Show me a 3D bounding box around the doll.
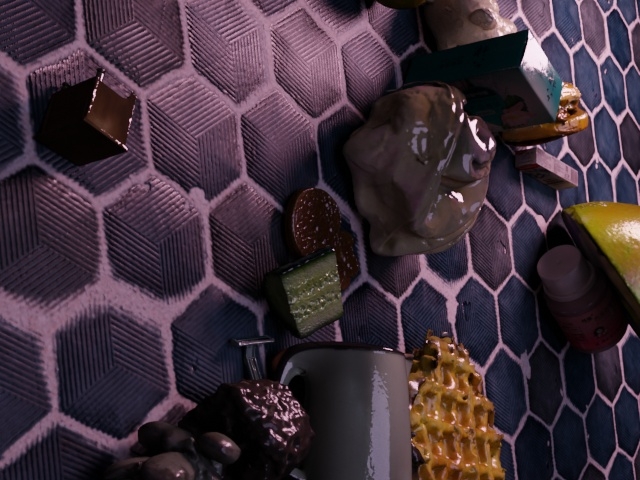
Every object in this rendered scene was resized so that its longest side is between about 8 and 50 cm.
[{"bbox_3d":[0.296,-0.417,1.783,0.278,0.175,0.149,-18,127,-55],"label":"doll"}]

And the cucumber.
[{"bbox_3d":[-0.025,0.073,1.329,0.115,0.062,0.116,-24,118,-34],"label":"cucumber"}]

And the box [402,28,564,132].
[{"bbox_3d":[0.289,-0.272,1.640,0.153,0.245,0.092,41,55,-38],"label":"box"}]

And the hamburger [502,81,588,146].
[{"bbox_3d":[0.464,-0.266,1.903,0.191,0.182,0.118,-15,101,-34],"label":"hamburger"}]

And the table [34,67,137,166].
[{"bbox_3d":[-0.269,-0.145,1.065,0.070,0.083,0.082,37,50,-45],"label":"table"}]

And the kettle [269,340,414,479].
[{"bbox_3d":[0.026,0.274,1.310,0.240,0.165,0.255,7,76,-21],"label":"kettle"}]

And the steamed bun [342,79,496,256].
[{"bbox_3d":[0.194,-0.123,1.531,0.268,0.207,0.280,-35,113,-48],"label":"steamed bun"}]

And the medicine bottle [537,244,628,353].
[{"bbox_3d":[0.567,0.127,1.997,0.247,0.147,0.147,52,48,-32],"label":"medicine bottle"}]

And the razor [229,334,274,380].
[{"bbox_3d":[-0.074,0.224,1.253,0.068,0.037,0.191,-2,68,-46],"label":"razor"}]

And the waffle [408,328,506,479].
[{"bbox_3d":[0.219,0.358,1.547,0.379,0.095,0.382,-45,120,-55],"label":"waffle"}]

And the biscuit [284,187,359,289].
[{"bbox_3d":[0.000,0.000,1.413,0.124,0.026,0.175,-52,123,-37],"label":"biscuit"}]

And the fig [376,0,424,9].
[{"bbox_3d":[0.106,-0.465,1.581,0.126,0.184,0.133,88,3,-71],"label":"fig"}]

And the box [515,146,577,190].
[{"bbox_3d":[0.506,-0.158,2.037,0.218,0.055,0.040,17,70,-48],"label":"box"}]

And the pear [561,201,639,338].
[{"bbox_3d":[0.704,0.055,1.989,0.399,0.165,0.399,56,8,-11],"label":"pear"}]

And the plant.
[{"bbox_3d":[-0.136,0.259,1.106,0.149,0.146,0.274,44,35,23],"label":"plant"}]
